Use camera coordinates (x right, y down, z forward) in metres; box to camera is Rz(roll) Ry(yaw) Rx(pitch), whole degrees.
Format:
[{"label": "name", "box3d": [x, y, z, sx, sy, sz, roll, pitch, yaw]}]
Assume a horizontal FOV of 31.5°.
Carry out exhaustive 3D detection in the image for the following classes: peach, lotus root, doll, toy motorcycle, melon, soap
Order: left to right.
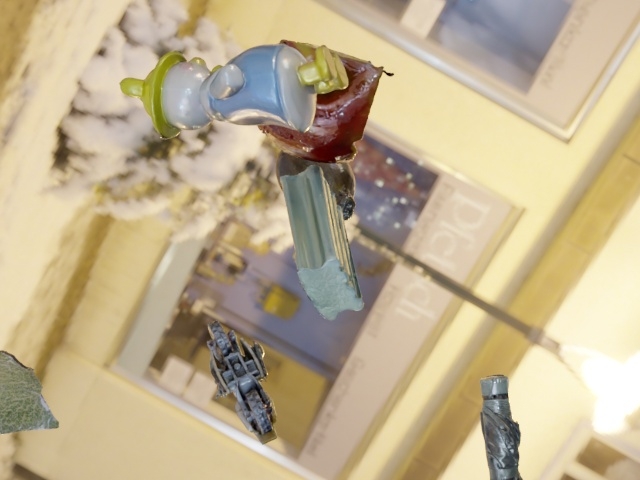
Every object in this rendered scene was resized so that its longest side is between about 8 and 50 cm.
[{"label": "melon", "box3d": [-0.493, 0.269, 1.795, 0.139, 0.202, 0.093, -40, 136, -16]}, {"label": "doll", "box3d": [-0.095, -0.157, 1.198, 0.135, 0.241, 0.099, -57, 144, -58]}, {"label": "toy motorcycle", "box3d": [-0.122, 0.233, 1.832, 0.094, 0.229, 0.130, -22, 138, -13]}, {"label": "peach", "box3d": [-0.011, -0.189, 1.515, 0.267, 0.154, 0.159, -100, -149, -77]}, {"label": "lotus root", "box3d": [-0.007, -0.104, 1.910, 0.209, 0.120, 0.120, 50, -61, 40]}, {"label": "soap", "box3d": [0.000, 0.000, 1.559, 0.063, 0.114, 0.198, -21, -138, 9]}]

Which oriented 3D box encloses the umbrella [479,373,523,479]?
[{"label": "umbrella", "box3d": [0.205, 0.243, 1.258, 0.050, 0.046, 0.188, -5, -90, 53]}]
